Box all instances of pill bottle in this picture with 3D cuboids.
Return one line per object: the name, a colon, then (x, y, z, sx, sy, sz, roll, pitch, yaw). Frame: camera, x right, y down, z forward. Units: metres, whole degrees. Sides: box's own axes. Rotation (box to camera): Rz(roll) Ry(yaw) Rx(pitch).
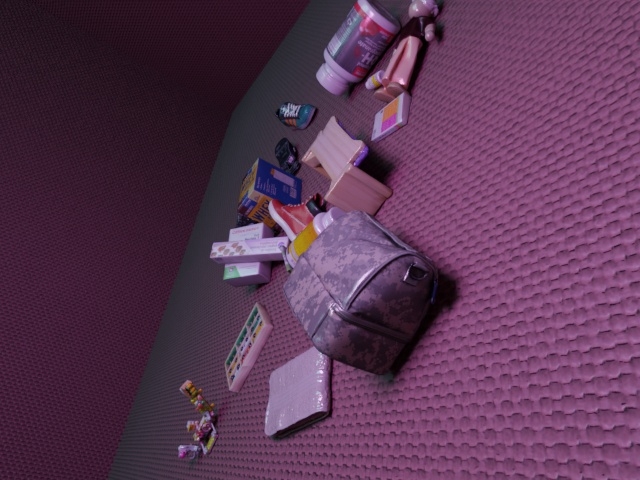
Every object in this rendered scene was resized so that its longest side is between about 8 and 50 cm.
pill bottle: (0.123, -0.687, 1.654, 0.318, 0.176, 0.176, -47, 30, 35)
pill bottle: (0.000, 0.000, 1.337, 0.215, 0.117, 0.117, -46, 31, 37)
pill bottle: (0.187, -0.536, 1.546, 0.083, 0.043, 0.043, -6, 62, 63)

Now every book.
book: (0.206, -0.359, 1.359, 0.144, 0.035, 0.096, -20, 53, 58)

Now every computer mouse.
computer mouse: (-0.161, -0.331, 2.051, 0.184, 0.060, 0.262, -50, 40, 22)

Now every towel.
towel: (-0.063, 0.389, 1.189, 0.282, 0.049, 0.187, -43, 33, 40)
towel: (-0.078, 0.083, 1.425, 0.023, 0.113, 0.152, -44, 29, 12)

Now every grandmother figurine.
grandmother figurine: (0.268, -0.588, 1.368, 0.207, 0.104, 0.343, 7, 77, 56)

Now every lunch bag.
lunch bag: (0.086, 0.089, 0.964, 0.256, 0.212, 0.305, -61, 25, 11)

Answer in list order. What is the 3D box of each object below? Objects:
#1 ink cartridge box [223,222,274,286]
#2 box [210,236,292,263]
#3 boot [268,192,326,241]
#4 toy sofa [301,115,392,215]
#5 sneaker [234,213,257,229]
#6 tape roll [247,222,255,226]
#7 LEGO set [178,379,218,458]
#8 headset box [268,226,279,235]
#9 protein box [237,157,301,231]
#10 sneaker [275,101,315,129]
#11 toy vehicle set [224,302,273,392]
ink cartridge box: (-0.272, 0.055, 1.763, 0.160, 0.092, 0.220, -11, 60, 22)
box: (-0.247, 0.038, 1.662, 0.323, 0.067, 0.063, -5, 62, 25)
boot: (-0.076, -0.114, 1.591, 0.176, 0.088, 0.244, -56, 48, 16)
toy sofa: (0.080, -0.216, 1.338, 0.177, 0.150, 0.363, -53, 27, 14)
sneaker: (-0.355, -0.058, 2.134, 0.106, 0.101, 0.267, 114, 178, -55)
tape roll: (-0.291, 0.028, 1.949, 0.189, 0.080, 0.189, -45, 32, 39)
LEGO set: (-0.413, 0.623, 1.579, 0.107, 0.132, 0.287, 31, 118, 60)
headset box: (-0.191, -0.050, 1.876, 0.083, 0.032, 0.062, -24, 47, 54)
protein box: (-0.195, -0.177, 1.793, 0.136, 0.201, 0.200, -46, 31, 37)
sneaker: (-0.126, -0.582, 2.130, 0.302, 0.121, 0.108, 11, 77, 65)
toy vehicle set: (-0.254, 0.369, 1.608, 0.267, 0.035, 0.166, -62, 24, 7)
